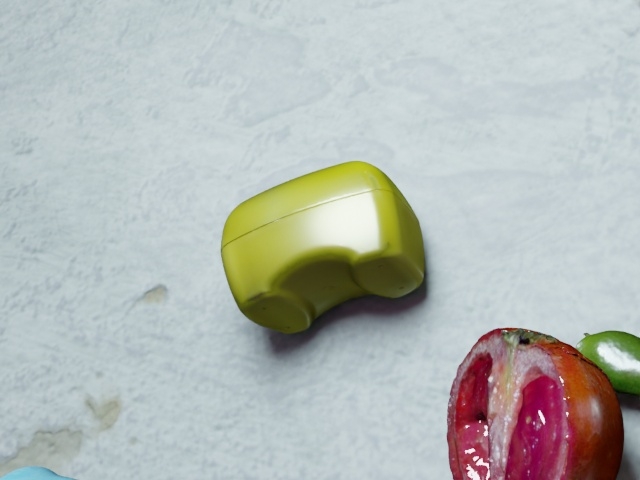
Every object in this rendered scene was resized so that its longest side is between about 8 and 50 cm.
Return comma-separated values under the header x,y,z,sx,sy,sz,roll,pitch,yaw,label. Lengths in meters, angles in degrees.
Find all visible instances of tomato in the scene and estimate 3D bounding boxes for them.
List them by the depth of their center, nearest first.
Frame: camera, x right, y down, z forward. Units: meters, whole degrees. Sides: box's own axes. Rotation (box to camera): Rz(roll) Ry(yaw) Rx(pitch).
x,y,z,sx,sy,sz,roll,pitch,yaw,label
0.186,0.161,1.059,0.189,0.099,0.173,-164,81,-69,tomato

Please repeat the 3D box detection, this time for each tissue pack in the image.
x,y,z,sx,sy,sz,roll,pitch,yaw,label
0.000,0.000,1.203,0.178,0.123,0.127,-21,63,15,tissue pack

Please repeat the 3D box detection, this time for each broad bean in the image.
x,y,z,sx,sy,sz,roll,pitch,yaw,label
0.319,0.130,1.042,0.256,0.053,0.052,26,34,30,broad bean

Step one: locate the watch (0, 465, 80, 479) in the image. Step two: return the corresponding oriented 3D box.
x,y,z,sx,sy,sz,roll,pitch,yaw,label
-0.245,0.308,1.148,0.210,0.211,0.193,10,57,28,watch
